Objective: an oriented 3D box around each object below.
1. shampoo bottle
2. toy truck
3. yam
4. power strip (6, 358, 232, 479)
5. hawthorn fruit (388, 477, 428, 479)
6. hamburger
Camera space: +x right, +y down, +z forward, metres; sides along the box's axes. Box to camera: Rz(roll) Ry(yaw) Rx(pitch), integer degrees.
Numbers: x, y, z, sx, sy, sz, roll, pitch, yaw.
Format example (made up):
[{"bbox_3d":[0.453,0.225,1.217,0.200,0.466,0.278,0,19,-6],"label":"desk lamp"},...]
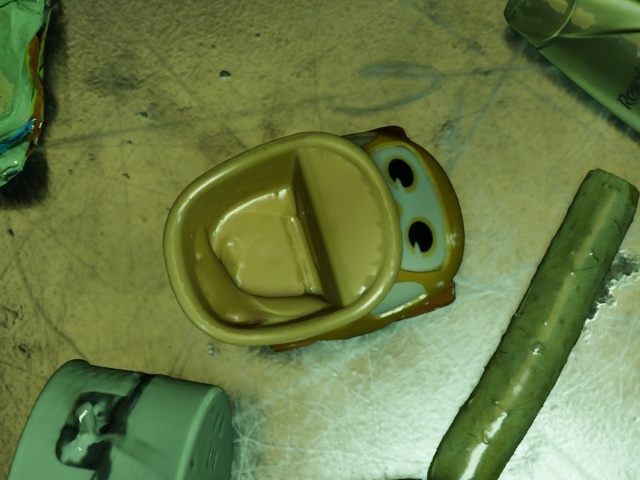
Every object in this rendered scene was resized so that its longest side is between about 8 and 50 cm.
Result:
[{"bbox_3d":[0.354,-0.172,1.820,0.350,0.084,0.126,35,116,8],"label":"shampoo bottle"},{"bbox_3d":[0.000,0.000,1.771,0.288,0.211,0.204,-17,83,6],"label":"toy truck"},{"bbox_3d":[0.223,0.102,1.806,0.083,0.083,0.372,29,87,7],"label":"yam"},{"bbox_3d":[-0.193,0.283,1.678,0.161,0.357,0.358,9,84,8],"label":"power strip"},{"bbox_3d":[0.037,0.369,1.705,0.298,0.277,0.277,1,83,26],"label":"hawthorn fruit"},{"bbox_3d":[-0.422,-0.187,1.858,0.276,0.150,0.261,18,83,7],"label":"hamburger"}]
